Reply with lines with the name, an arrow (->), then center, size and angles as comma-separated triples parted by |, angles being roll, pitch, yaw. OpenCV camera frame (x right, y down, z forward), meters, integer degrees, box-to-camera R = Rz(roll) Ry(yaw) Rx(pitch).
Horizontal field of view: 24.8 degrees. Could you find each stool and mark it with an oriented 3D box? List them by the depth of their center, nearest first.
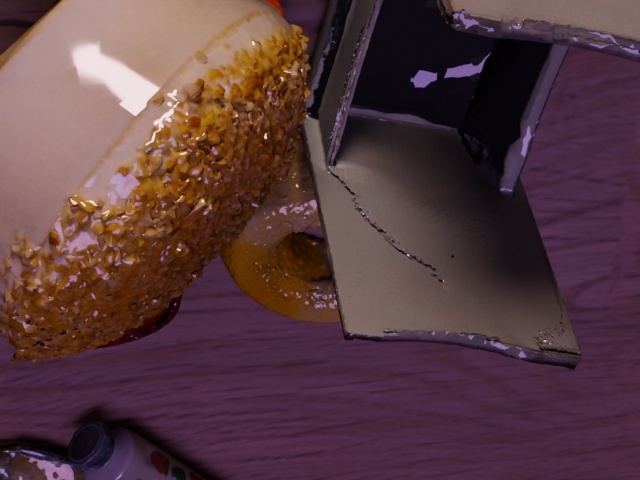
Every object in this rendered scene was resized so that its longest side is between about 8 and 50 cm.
stool -> 0.104, -0.101, 0.946 | 0.170, 0.269, 0.243 | 7, 128, -13

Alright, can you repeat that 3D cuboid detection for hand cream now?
hand cream -> -0.125, 0.247, 1.349 | 0.095, 0.059, 0.276 | -32, 131, 20

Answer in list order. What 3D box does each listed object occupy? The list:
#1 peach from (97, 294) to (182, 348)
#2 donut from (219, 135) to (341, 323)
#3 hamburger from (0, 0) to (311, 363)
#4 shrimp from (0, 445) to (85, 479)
peach -> -0.182, 0.029, 1.130 | 0.172, 0.092, 0.127 | -9, 133, -3
donut -> 0.000, 0.000, 1.150 | 0.178, 0.065, 0.162 | 15, 126, -21
hamburger -> -0.122, -0.055, 0.947 | 0.179, 0.294, 0.276 | 35, 143, -1
shrimp -> -0.348, 0.275, 1.338 | 0.365, 0.071, 0.233 | 4, 120, -10
